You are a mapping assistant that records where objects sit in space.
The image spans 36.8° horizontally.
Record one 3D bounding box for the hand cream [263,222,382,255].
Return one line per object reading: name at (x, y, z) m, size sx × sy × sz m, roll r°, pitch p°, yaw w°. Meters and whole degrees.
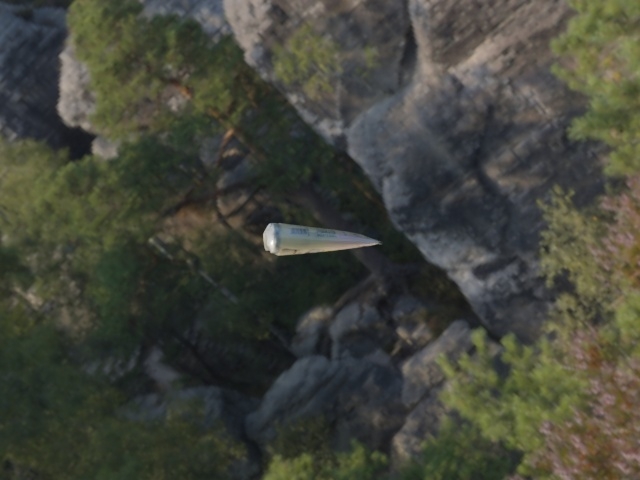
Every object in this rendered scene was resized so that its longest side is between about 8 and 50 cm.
hand cream at (0.000, 0.000, 1.180) m, size 0.061 × 0.143 × 0.039 m, roll -167°, pitch 80°, yaw -71°
